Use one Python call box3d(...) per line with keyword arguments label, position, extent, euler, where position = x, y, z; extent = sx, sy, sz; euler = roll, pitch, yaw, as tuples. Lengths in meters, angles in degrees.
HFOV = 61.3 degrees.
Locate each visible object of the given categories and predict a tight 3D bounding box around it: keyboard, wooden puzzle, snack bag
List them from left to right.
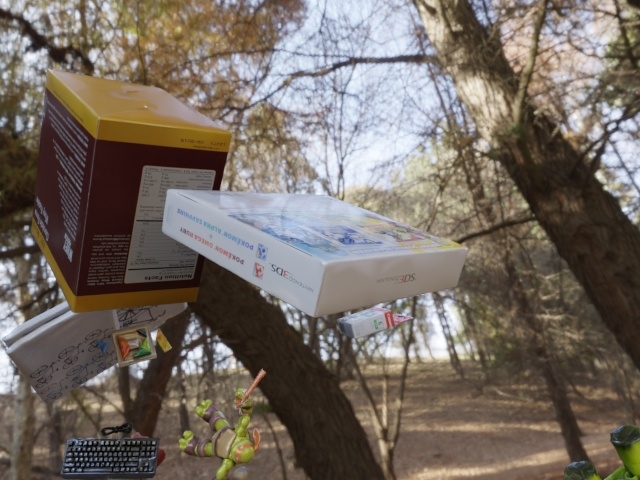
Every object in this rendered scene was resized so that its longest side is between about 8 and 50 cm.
box3d(label="keyboard", position=(-0.415, 0.417, 1.079), extent=(0.180, 0.108, 0.023), euler=(2, -35, -6))
box3d(label="snack bag", position=(-0.380, 0.155, 1.005), extent=(0.343, 0.037, 0.323), euler=(-33, -18, -30))
box3d(label="wooden puzzle", position=(-0.337, 0.188, 0.981), extent=(0.116, 0.078, 0.014), euler=(-18, -23, -31))

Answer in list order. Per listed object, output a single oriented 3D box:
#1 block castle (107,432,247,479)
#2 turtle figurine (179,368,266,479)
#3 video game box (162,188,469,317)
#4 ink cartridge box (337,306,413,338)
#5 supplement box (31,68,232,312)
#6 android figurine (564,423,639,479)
box3d(label="block castle", position=(-0.287, 0.633, 1.213), extent=(0.303, 0.213, 0.453), euler=(19, -43, 19))
box3d(label="turtle figurine", position=(-0.174, 0.367, 1.020), extent=(0.087, 0.269, 0.217), euler=(24, -15, -33))
box3d(label="video game box", position=(0.000, 0.000, 0.479), extent=(0.187, 0.048, 0.205), euler=(21, 16, 39))
box3d(label="ink cartridge box", position=(0.093, 0.133, 0.919), extent=(0.115, 0.029, 0.063), euler=(-15, 5, -20))
box3d(label="supplement box", position=(-0.213, -0.057, 0.580), extent=(0.129, 0.191, 0.194), euler=(-1, -64, -40))
box3d(label="android figurine", position=(0.440, 0.394, 0.723), extent=(0.248, 0.272, 0.056), euler=(-30, 5, -10))
